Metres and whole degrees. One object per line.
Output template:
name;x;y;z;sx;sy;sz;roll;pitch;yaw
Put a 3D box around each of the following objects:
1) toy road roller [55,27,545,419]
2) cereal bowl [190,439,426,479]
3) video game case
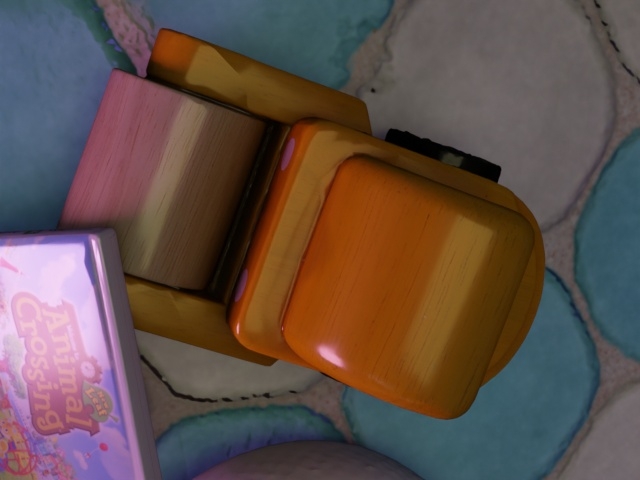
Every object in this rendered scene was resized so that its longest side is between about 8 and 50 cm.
toy road roller;0.000;0.000;0.793;0.329;0.240;0.203;18;95;-17
cereal bowl;-0.001;0.333;0.889;0.338;0.141;0.339;-5;103;-20
video game case;-0.207;0.098;0.811;0.193;0.023;0.212;-2;104;26
